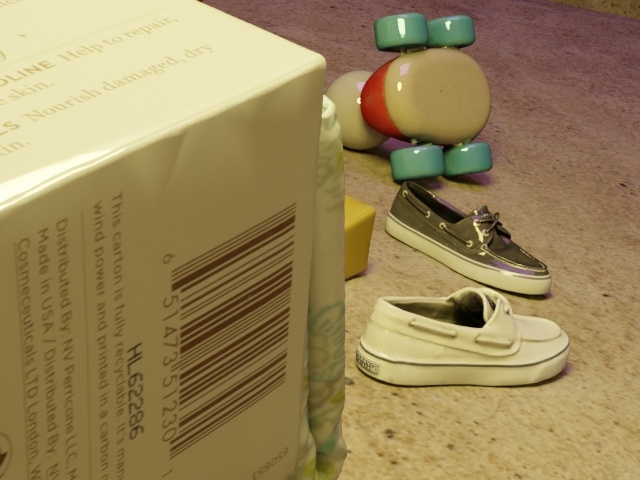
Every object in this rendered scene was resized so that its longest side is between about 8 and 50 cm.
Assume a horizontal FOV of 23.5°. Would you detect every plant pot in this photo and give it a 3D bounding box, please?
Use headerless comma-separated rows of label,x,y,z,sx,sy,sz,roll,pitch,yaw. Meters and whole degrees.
plant pot,0.000,0.000,1.669,0.081,0.081,0.083,24,33,25

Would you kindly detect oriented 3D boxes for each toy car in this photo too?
toy car,0.094,-0.188,2.160,0.238,0.219,0.210,-7,0,43

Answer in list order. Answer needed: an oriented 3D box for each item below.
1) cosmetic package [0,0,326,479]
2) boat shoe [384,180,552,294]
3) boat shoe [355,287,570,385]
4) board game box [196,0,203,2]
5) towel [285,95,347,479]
cosmetic package,-0.252,0.012,0.965,0.394,0.329,0.327,26,39,32
boat shoe,0.178,-0.009,1.816,0.228,0.076,0.080,28,23,35
boat shoe,0.154,0.089,1.510,0.258,0.084,0.095,-2,25,-39
board game box,-0.298,-0.357,1.736,0.357,0.356,0.356,11,27,-5
towel,-0.123,-0.002,1.166,0.320,0.374,0.090,28,47,32
